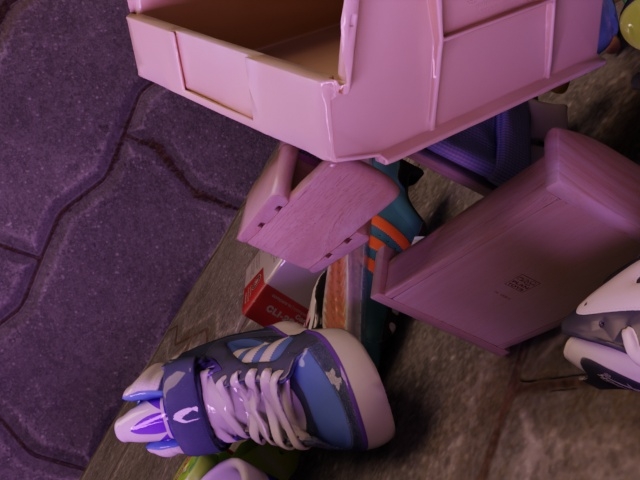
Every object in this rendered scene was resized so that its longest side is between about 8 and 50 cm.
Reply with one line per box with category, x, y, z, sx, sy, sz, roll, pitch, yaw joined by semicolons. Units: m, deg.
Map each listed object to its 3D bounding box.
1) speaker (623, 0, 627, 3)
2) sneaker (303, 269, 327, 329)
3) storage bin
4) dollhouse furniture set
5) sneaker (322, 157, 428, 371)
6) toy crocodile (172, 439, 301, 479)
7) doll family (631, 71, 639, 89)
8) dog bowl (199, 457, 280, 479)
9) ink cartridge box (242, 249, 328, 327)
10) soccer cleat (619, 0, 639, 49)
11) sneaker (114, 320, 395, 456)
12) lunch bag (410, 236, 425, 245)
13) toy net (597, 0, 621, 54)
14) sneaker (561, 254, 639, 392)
speaker;0.344;-0.253;0.500;0.131;0.131;0.296;-62;15;-19
sneaker;-0.001;0.116;0.987;0.077;0.072;0.178;-48;15;46
storage bin;0.027;-0.177;0.532;0.260;0.123;0.262;-26;37;-30
dollhouse furniture set;0.127;-0.110;0.593;0.198;0.286;0.304;-39;33;49
sneaker;0.074;0.028;0.871;0.108;0.120;0.302;130;146;-66
toy crocodile;-0.155;0.342;0.933;0.340;0.115;0.105;-48;10;26
doll family;0.297;-0.117;0.473;0.111;0.076;0.193;-58;16;-22
dog bowl;-0.102;0.359;0.727;0.265;0.104;0.265;-53;15;20
ink cartridge box;0.000;0.000;1.142;0.273;0.114;0.197;-55;13;13
soccer cleat;0.270;-0.164;0.438;0.178;0.060;0.072;-19;28;30
sneaker;-0.087;0.178;0.763;0.236;0.130;0.322;-20;9;-19
lunch bag;0.121;0.034;0.789;0.071;0.053;0.083;-61;23;-10
toy net;0.249;-0.229;0.694;0.045;0.122;0.232;-12;8;24
sneaker;0.193;0.071;0.374;0.153;0.094;0.235;-46;18;43
